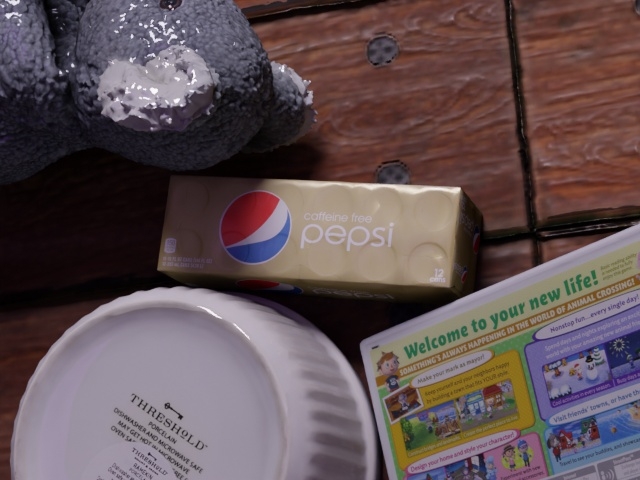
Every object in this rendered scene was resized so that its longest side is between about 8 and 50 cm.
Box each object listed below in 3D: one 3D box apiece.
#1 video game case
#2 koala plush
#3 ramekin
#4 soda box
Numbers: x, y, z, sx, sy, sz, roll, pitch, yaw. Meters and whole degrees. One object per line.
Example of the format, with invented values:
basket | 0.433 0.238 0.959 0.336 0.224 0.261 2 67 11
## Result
video game case | 0.123 0.113 0.880 0.212 0.023 0.193 -26 69 38
koala plush | -0.122 -0.105 0.979 0.221 0.196 0.203 18 94 20
ramekin | -0.077 0.123 0.940 0.207 0.109 0.207 -4 76 16
soda box | 0.000 0.000 0.973 0.181 0.058 0.061 3 78 19
